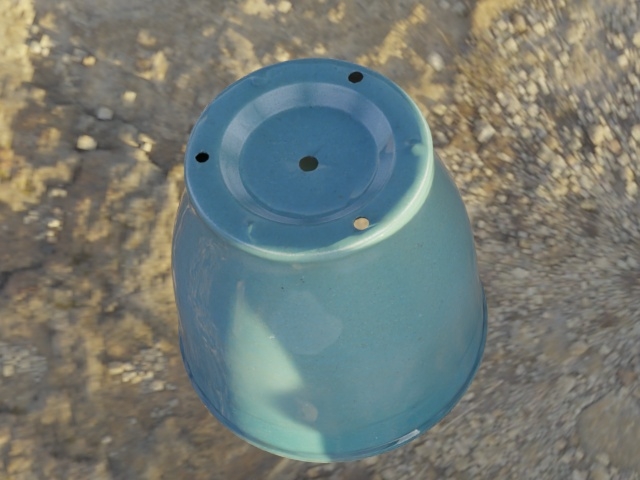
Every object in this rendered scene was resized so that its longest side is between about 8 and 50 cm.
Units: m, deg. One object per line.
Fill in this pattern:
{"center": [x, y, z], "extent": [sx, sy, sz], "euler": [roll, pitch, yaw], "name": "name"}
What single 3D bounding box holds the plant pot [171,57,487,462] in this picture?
{"center": [0.000, 0.000, 1.041], "extent": [0.272, 0.255, 0.271], "euler": [-3, 56, 4], "name": "plant pot"}
